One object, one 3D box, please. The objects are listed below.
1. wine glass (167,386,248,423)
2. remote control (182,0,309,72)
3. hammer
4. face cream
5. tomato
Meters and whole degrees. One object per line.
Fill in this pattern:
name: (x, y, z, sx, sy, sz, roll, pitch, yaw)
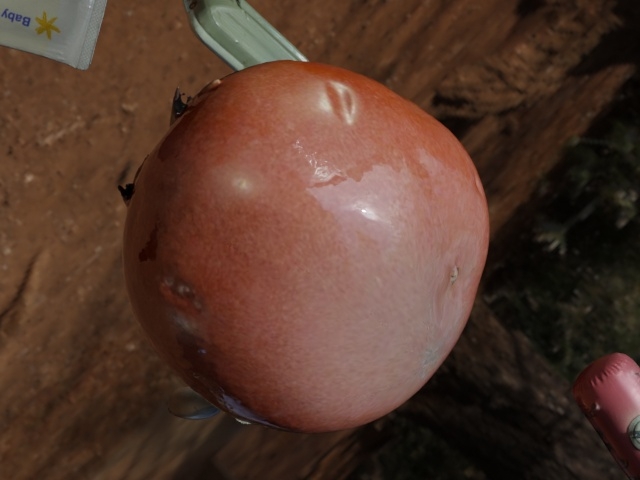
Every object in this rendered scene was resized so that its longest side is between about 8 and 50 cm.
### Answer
wine glass: (-0.178, 0.270, 1.817, 0.066, 0.066, 0.198, -36, -164, -37)
remote control: (-0.053, -0.229, 1.472, 0.065, 0.128, 0.335, -39, 132, 16)
hammer: (0.168, 0.100, 0.579, 0.043, 0.083, 0.043, -32, 175, -3)
face cream: (-0.316, -0.247, 1.046, 0.070, 0.224, 0.114, -107, -148, -82)
tomato: (0.000, 0.000, 0.996, 0.341, 0.272, 0.341, -34, 138, -38)
